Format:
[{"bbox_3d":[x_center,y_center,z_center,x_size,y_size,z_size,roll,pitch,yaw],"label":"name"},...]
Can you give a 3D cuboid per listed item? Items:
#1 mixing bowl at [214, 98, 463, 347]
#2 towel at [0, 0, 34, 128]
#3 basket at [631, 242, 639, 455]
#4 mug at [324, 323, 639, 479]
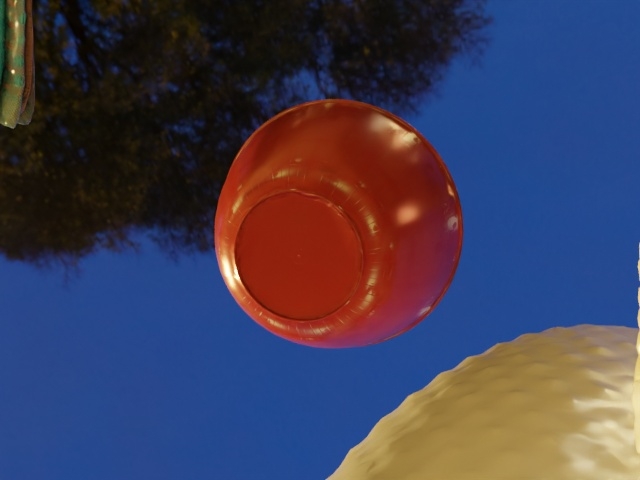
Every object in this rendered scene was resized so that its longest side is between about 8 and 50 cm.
[{"bbox_3d":[0.000,0.000,0.685,0.182,0.181,0.098,2,-167,16],"label":"mixing bowl"},{"bbox_3d":[-0.284,-0.248,0.554,0.272,0.370,0.040,19,-139,5],"label":"towel"},{"bbox_3d":[0.172,0.007,0.288,0.113,0.167,0.103,4,-106,-10],"label":"basket"},{"bbox_3d":[0.168,0.199,0.490,0.374,0.276,0.328,12,-154,24],"label":"mug"}]
